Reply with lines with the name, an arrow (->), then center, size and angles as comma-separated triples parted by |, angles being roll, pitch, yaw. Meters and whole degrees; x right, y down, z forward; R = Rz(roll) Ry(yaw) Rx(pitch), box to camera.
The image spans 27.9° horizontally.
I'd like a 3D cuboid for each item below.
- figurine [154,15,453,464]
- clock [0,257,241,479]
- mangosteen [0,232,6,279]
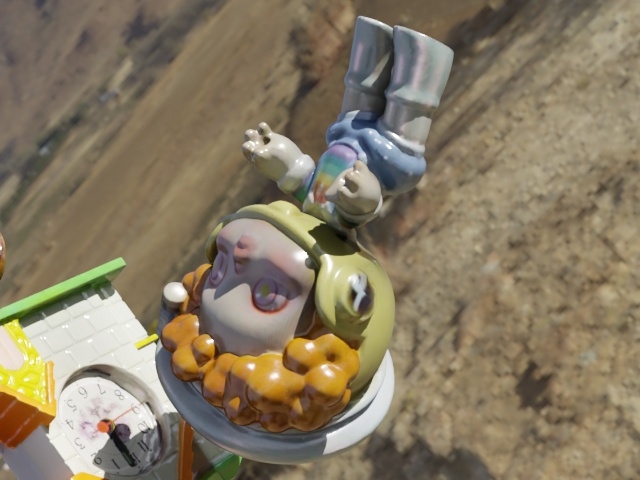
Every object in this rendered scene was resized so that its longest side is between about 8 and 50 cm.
figurine -> 0.021, 0.010, 1.096 | 0.224, 0.205, 0.382 | 45, 107, 40
clock -> -0.213, 0.171, 1.229 | 0.106, 0.255, 0.220 | -44, -10, 37
mangosteen -> -0.296, 0.013, 0.807 | 0.200, 0.200, 0.200 | -43, 15, 15
